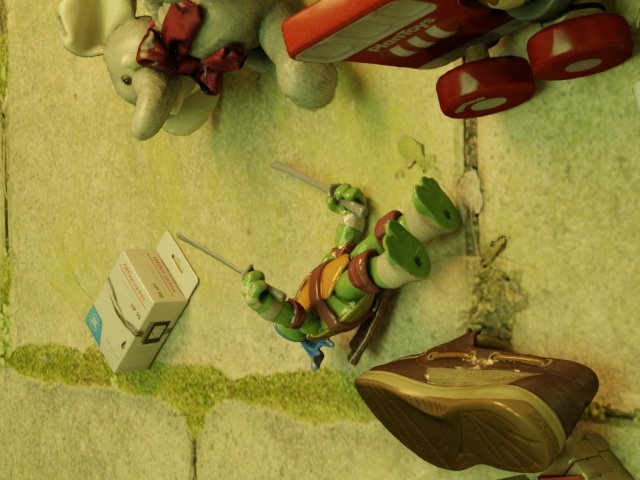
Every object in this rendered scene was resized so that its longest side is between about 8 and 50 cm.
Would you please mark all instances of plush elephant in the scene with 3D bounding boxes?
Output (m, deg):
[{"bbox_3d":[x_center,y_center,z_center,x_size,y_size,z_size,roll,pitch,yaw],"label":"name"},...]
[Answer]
[{"bbox_3d":[-0.169,-0.235,1.737,0.255,0.271,0.330,-48,28,22],"label":"plush elephant"}]

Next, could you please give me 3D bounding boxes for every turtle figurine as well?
[{"bbox_3d":[0.000,0.000,1.603,0.266,0.197,0.275,-26,76,41],"label":"turtle figurine"}]

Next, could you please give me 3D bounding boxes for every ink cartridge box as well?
[{"bbox_3d":[-0.247,0.083,1.977,0.104,0.060,0.180,55,129,31],"label":"ink cartridge box"}]

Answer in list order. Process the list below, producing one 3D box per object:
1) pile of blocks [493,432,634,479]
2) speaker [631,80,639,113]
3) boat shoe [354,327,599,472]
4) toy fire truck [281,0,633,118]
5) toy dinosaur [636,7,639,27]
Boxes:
[{"bbox_3d":[0.173,0.318,1.488,0.362,0.112,0.149,-33,68,44],"label":"pile of blocks"},{"bbox_3d":[0.333,-0.089,1.334,0.055,0.055,0.136,-28,71,45],"label":"speaker"},{"bbox_3d":[0.161,0.158,1.506,0.123,0.123,0.342,53,157,-13],"label":"boat shoe"},{"bbox_3d":[0.142,-0.232,1.389,0.302,0.253,0.169,-21,77,46],"label":"toy fire truck"},{"bbox_3d":[0.349,-0.268,1.269,0.211,0.064,0.112,-5,61,58],"label":"toy dinosaur"}]
